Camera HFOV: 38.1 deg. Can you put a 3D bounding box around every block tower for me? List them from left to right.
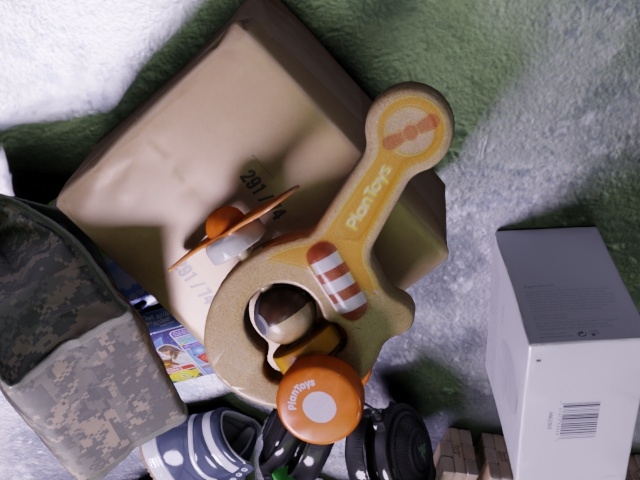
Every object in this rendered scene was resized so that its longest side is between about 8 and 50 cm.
[{"bbox_3d":[0.324,0.354,1.347,0.335,0.091,0.097,10,124,-7],"label":"block tower"}]

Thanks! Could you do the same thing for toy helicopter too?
[{"bbox_3d":[0.000,0.000,0.887,0.235,0.140,0.355,31,106,0],"label":"toy helicopter"}]

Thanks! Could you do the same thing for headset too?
[{"bbox_3d":[0.043,0.253,1.263,0.243,0.185,0.394,10,134,12],"label":"headset"}]

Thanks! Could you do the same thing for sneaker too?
[{"bbox_3d":[-0.130,0.357,1.348,0.153,0.099,0.282,-21,118,16],"label":"sneaker"}]

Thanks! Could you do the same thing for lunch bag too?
[{"bbox_3d":[-0.300,0.091,1.040,0.169,0.287,0.235,-34,143,-17],"label":"lunch bag"}]

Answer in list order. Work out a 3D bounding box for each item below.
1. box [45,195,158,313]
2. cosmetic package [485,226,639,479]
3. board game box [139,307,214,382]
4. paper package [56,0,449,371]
[{"bbox_3d":[-0.280,0.022,1.157,0.109,0.042,0.178,-30,120,20],"label":"box"},{"bbox_3d":[0.288,0.137,1.122,0.138,0.224,0.224,-4,124,0],"label":"cosmetic package"},{"bbox_3d":[-0.234,0.149,1.220,0.201,0.035,0.136,-15,144,9],"label":"board game box"},{"bbox_3d":[-0.067,-0.048,1.013,0.309,0.168,0.325,-38,108,22],"label":"paper package"}]
